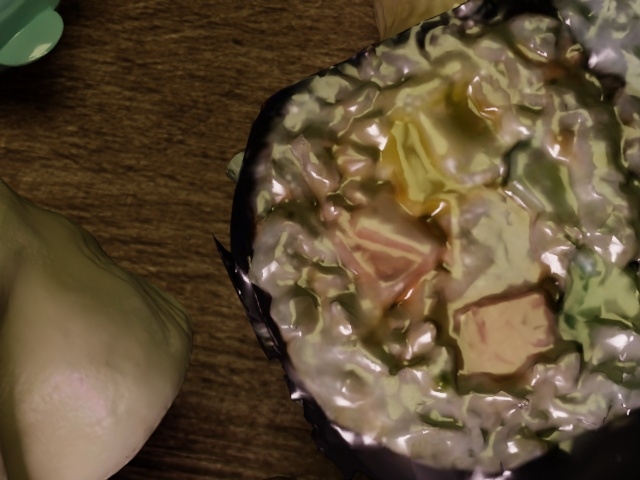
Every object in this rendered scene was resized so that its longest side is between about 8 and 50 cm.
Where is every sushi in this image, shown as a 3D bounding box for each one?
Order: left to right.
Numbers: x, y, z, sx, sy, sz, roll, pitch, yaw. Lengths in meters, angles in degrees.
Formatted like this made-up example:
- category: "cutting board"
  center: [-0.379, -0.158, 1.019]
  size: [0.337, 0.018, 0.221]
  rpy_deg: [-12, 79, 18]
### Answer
- category: "sushi"
  center: [0.117, 0.028, 0.977]
  size: [0.327, 0.285, 0.329]
  rpy_deg: [-26, 71, -7]

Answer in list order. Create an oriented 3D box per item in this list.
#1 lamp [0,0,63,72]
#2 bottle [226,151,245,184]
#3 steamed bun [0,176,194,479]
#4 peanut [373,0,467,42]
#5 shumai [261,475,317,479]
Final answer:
- category: "lamp"
  center: [-0.355, -0.229, 1.328]
  size: [0.284, 0.147, 0.209]
  rpy_deg: [9, 52, 0]
- category: "bottle"
  center: [0.000, 0.000, 1.194]
  size: [0.060, 0.060, 0.217]
  rpy_deg: [-34, 59, -20]
- category: "steamed bun"
  center: [-0.281, 0.088, 0.973]
  size: [0.367, 0.255, 0.342]
  rpy_deg: [-14, 40, 16]
- category: "peanut"
  center: [0.101, -0.158, 1.274]
  size: [0.123, 0.124, 0.257]
  rpy_deg: [0, 56, 4]
- category: "shumai"
  center: [-0.015, 0.264, 0.925]
  size: [0.218, 0.185, 0.184]
  rpy_deg: [-20, 36, -17]
